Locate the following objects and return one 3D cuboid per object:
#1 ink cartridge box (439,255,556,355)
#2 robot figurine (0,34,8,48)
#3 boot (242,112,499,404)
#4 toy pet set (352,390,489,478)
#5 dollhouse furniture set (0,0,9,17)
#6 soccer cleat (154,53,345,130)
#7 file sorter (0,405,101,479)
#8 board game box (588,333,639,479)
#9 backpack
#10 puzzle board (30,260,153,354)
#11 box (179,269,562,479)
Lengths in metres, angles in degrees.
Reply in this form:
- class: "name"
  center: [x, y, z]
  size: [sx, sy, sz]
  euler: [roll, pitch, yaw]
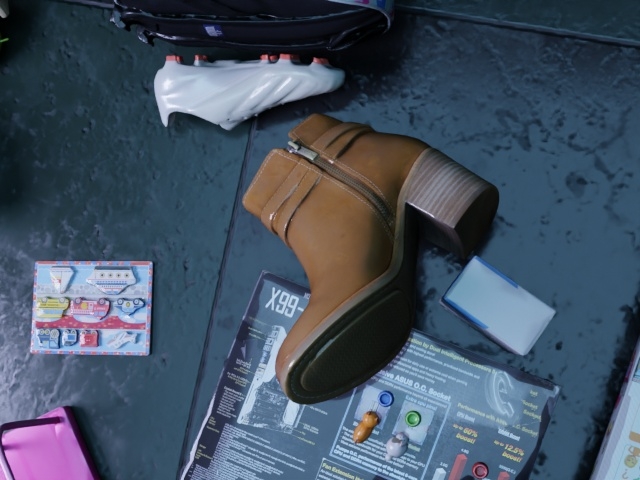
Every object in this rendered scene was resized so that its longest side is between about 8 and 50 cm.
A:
- class: "ink cartridge box"
  center: [0.161, 0.062, 1.024]
  size: [0.088, 0.122, 0.052]
  euler: [35, 87, 6]
- class: "robot figurine"
  center: [-0.388, -0.218, 1.166]
  size: [0.115, 0.067, 0.101]
  euler: [27, 76, 10]
- class: "boot"
  center: [0.000, 0.000, 1.016]
  size: [0.220, 0.109, 0.283]
  euler: [28, 69, 32]
- class: "toy pet set"
  center: [0.070, 0.213, 0.974]
  size: [0.122, 0.065, 0.114]
  euler: [35, 89, 10]
- class: "dollhouse furniture set"
  center: [-0.354, -0.338, 1.091]
  size: [0.101, 0.182, 0.161]
  euler: [-21, 56, 6]
- class: "soccer cleat"
  center: [-0.071, -0.150, 1.118]
  size: [0.196, 0.068, 0.076]
  euler: [1, 99, 10]
- class: "file sorter"
  center: [-0.358, 0.313, 1.046]
  size: [0.290, 0.182, 0.202]
  euler: [-26, 80, 5]
- class: "board game box"
  center: [0.388, 0.147, 0.997]
  size: [0.224, 0.097, 0.303]
  euler: [20, 86, 11]
- class: "backpack"
  center: [-0.050, -0.268, 1.044]
  size: [0.253, 0.225, 0.191]
  euler: [8, 90, 5]
- class: "puzzle board"
  center: [-0.237, 0.069, 1.141]
  size: [0.128, 0.011, 0.096]
  euler: [0, 84, 8]
- class: "box"
  center: [0.043, 0.194, 1.053]
  size: [0.307, 0.076, 0.243]
  euler: [20, 87, 10]
